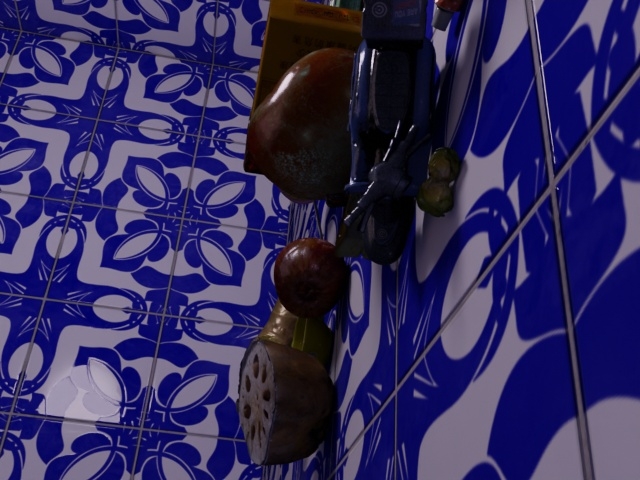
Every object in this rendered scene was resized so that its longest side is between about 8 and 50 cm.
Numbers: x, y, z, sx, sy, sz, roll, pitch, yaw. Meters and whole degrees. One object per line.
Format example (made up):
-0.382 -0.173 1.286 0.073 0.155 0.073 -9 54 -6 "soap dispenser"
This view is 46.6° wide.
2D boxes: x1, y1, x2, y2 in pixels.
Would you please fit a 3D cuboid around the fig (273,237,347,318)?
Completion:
-0.019 0.062 1.640 0.207 0.175 0.175 -73 -4 -59 "fig"

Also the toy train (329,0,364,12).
0.059 -0.538 1.846 0.189 0.126 0.307 134 144 -79 "toy train"

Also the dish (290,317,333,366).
-0.019 0.248 1.715 0.149 0.080 0.208 -94 16 -54 "dish"

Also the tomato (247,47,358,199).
0.016 -0.187 1.283 0.270 0.222 0.270 -47 -9 -9 "tomato"

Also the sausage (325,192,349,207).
0.061 -0.074 1.271 0.025 0.028 0.198 -45 -16 28 "sausage"

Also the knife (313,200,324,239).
0.003 -0.001 1.767 0.047 0.017 0.298 39 -139 -69 "knife"

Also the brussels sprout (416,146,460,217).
0.147 -0.071 0.905 0.051 0.046 0.083 -99 29 -81 "brussels sprout"

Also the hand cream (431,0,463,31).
0.191 -0.372 0.957 0.052 0.038 0.216 54 139 39 "hand cream"

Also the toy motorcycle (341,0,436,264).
0.090 -0.146 0.993 0.212 0.125 0.359 17 -104 -81 "toy motorcycle"

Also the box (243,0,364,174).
-0.024 -0.325 1.698 0.116 0.264 0.415 -91 11 -47 "box"

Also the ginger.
-0.086 0.235 1.871 0.354 0.126 0.190 -55 -40 -32 "ginger"

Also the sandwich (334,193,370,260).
0.086 -0.057 1.173 0.088 0.090 0.244 -86 9 -64 "sandwich"

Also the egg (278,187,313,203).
-0.037 -0.210 1.997 0.271 0.196 0.196 79 -166 -59 "egg"

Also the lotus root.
-0.064 0.341 1.549 0.272 0.192 0.272 -169 90 -71 "lotus root"
